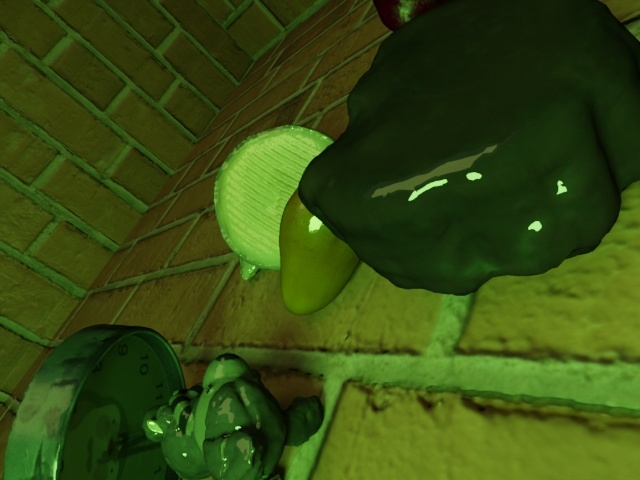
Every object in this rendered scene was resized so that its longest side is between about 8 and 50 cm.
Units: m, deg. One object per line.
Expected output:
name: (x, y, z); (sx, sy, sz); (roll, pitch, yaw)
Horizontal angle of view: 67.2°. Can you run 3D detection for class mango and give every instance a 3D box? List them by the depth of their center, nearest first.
mango: (0.000, 0.000, 0.734); (0.253, 0.139, 0.113); (-68, 23, 14)

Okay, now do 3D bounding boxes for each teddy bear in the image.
teddy bear: (-0.098, 0.215, 0.603); (0.251, 0.171, 0.144); (-31, 67, 46)

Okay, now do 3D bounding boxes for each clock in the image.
clock: (-0.271, 0.271, 0.644); (0.066, 0.318, 0.319); (-4, 40, 9)

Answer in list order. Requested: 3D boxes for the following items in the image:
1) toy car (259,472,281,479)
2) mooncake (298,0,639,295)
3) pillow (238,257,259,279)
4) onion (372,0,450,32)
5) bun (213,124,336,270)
toy car: (-0.105, 0.321, 0.581); (0.142, 0.069, 0.055); (-33, 72, 27)
mooncake: (0.177, -0.117, 0.567); (0.381, 0.212, 0.351); (-51, 31, -11)
pillow: (-0.100, -0.074, 1.089); (0.281, 0.076, 0.274); (-44, 28, 10)
onion: (0.288, -0.552, 0.944); (0.385, 0.348, 0.347); (34, 82, 28)
bun: (-0.055, -0.072, 0.896); (0.287, 0.146, 0.287); (-5, 78, 24)
